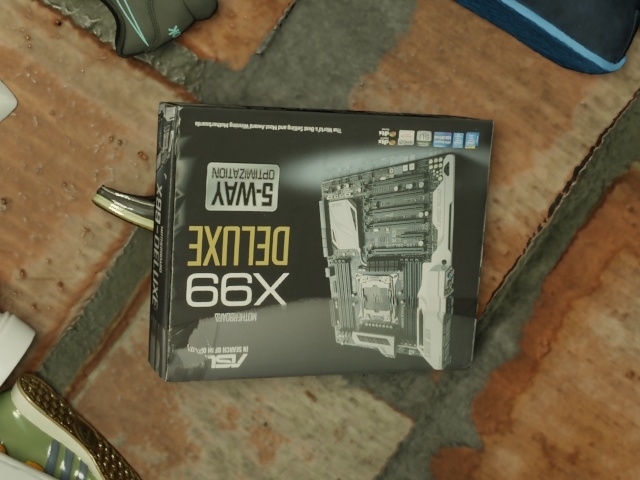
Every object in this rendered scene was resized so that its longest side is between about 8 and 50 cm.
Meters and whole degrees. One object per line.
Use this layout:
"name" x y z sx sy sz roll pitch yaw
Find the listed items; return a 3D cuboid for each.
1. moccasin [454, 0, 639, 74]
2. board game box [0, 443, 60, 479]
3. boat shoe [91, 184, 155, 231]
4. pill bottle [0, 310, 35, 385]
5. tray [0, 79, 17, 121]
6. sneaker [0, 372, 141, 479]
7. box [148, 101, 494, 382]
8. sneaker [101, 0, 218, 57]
"moccasin" 0.156 -0.279 1.046 0.342 0.138 0.116 29 89 -27
"board game box" -0.233 0.420 1.088 0.390 0.050 0.390 29 104 -14
"boat shoe" -0.136 -0.027 1.063 0.152 0.056 0.049 21 90 -22
"pill bottle" -0.367 0.051 0.997 0.221 0.124 0.124 39 91 -15
"tray" -0.412 -0.174 0.999 0.145 0.030 0.270 -42 104 0
"sneaker" -0.248 0.218 1.082 0.086 0.064 0.192 -37 107 10
"box" 0.000 0.000 1.049 0.307 0.076 0.242 1 99 -22
"sneaker" -0.202 -0.279 0.972 0.106 0.101 0.267 -37 104 1
